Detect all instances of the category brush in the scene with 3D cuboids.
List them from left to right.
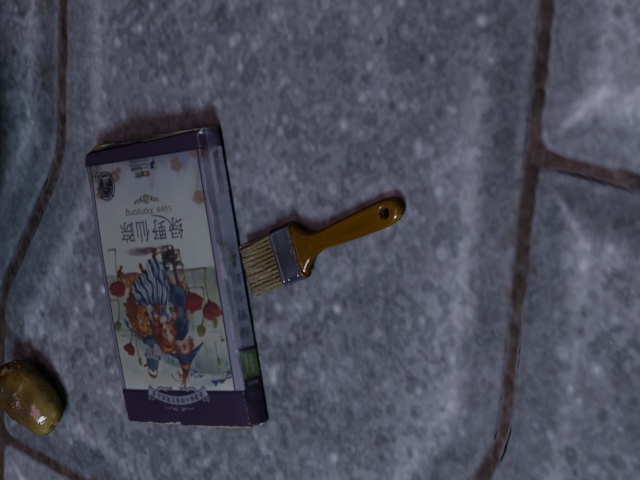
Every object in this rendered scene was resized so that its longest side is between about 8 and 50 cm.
[{"bbox_3d":[0.000,0.000,1.138,0.170,0.014,0.043,-23,81,45],"label":"brush"}]

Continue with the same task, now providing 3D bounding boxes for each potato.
[{"bbox_3d":[-0.260,0.139,1.421,0.083,0.040,0.051,38,130,35],"label":"potato"}]

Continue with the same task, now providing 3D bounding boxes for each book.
[{"bbox_3d":[-0.119,0.032,1.260,0.157,0.026,0.231,-5,96,47],"label":"book"}]
